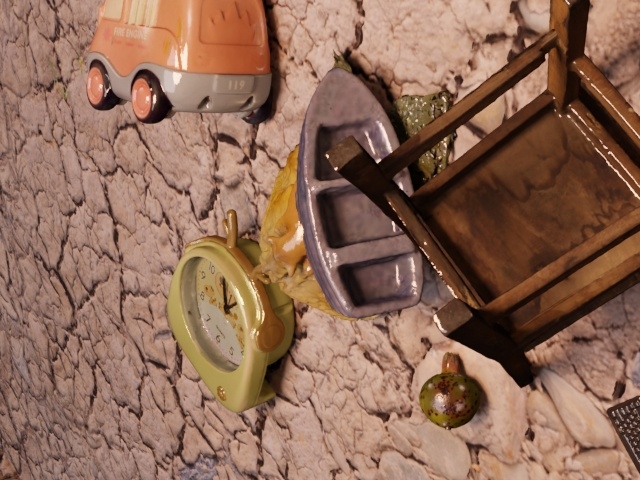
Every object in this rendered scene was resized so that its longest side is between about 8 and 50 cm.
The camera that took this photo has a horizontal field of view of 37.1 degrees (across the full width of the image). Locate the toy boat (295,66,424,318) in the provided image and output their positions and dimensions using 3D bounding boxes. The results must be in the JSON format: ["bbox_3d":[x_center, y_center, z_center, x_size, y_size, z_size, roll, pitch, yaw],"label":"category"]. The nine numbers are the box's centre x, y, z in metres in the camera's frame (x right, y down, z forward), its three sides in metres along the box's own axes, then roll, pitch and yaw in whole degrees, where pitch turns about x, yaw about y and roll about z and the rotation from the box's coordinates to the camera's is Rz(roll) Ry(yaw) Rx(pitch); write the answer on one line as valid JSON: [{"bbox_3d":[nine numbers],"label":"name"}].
[{"bbox_3d":[0.038,-0.054,1.084,0.078,0.127,0.283,144,116,-76],"label":"toy boat"}]

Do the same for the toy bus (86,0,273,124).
[{"bbox_3d":[-0.194,-0.279,1.303,0.287,0.194,0.232,24,116,48],"label":"toy bus"}]

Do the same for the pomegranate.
[{"bbox_3d":[0.156,0.180,1.127,0.073,0.073,0.085,26,101,47],"label":"pomegranate"}]

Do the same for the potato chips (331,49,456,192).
[{"bbox_3d":[0.072,-0.128,1.134,0.220,0.029,0.202,46,141,30],"label":"potato chips"}]

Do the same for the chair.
[{"bbox_3d":[0.206,-0.017,0.883,0.240,0.416,0.203,-38,68,7],"label":"chair"}]

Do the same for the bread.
[{"bbox_3d":[-0.009,-0.002,1.194,0.252,0.133,0.174,63,153,4],"label":"bread"}]

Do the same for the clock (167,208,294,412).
[{"bbox_3d":[-0.129,0.098,1.458,0.235,0.096,0.308,52,141,29],"label":"clock"}]

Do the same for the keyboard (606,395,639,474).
[{"bbox_3d":[0.337,0.229,0.940,0.053,0.010,0.155,-44,68,51],"label":"keyboard"}]
